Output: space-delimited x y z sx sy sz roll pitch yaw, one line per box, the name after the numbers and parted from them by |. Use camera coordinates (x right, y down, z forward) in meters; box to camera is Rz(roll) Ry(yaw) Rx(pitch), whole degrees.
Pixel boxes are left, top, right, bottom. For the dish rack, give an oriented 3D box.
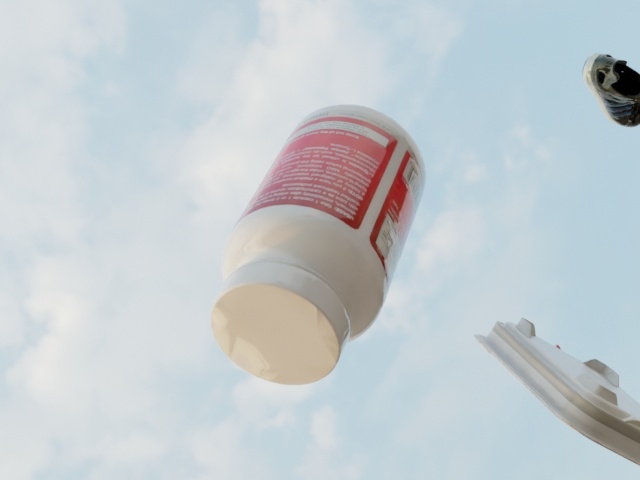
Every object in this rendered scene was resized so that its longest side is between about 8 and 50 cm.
0.404 0.228 1.427 0.285 0.333 0.072 30 -82 -22 | dish rack

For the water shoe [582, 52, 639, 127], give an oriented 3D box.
0.518 -0.244 1.623 0.203 0.080 0.073 28 -92 -41 | water shoe

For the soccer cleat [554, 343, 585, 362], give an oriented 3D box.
0.564 0.308 1.982 0.095 0.248 0.083 -57 -32 -7 | soccer cleat

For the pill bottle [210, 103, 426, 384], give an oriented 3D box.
0.000 0.000 1.339 0.408 0.229 0.229 -64 -30 -49 | pill bottle
